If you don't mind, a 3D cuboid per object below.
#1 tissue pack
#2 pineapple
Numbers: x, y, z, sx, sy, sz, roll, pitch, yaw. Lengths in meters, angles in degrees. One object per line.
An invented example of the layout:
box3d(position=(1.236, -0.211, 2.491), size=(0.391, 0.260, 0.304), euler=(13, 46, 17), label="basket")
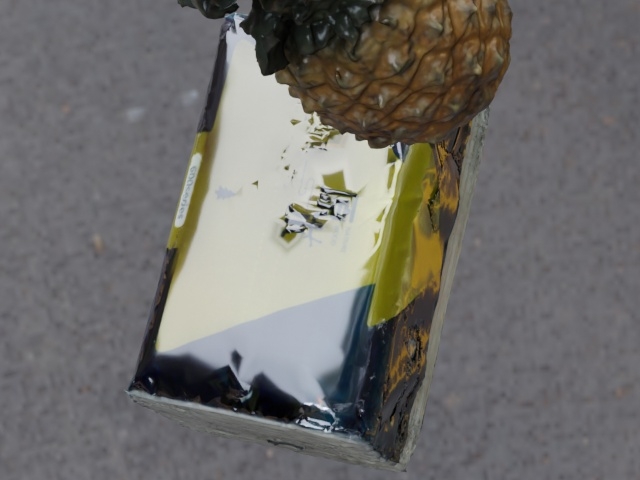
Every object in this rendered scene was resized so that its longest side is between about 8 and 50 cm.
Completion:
box3d(position=(0.000, 0.000, 1.876), size=(0.264, 0.253, 0.416), euler=(10, 77, 20), label="tissue pack")
box3d(position=(-0.003, -0.126, 0.916), size=(0.128, 0.128, 0.248), euler=(16, -3, 35), label="pineapple")
